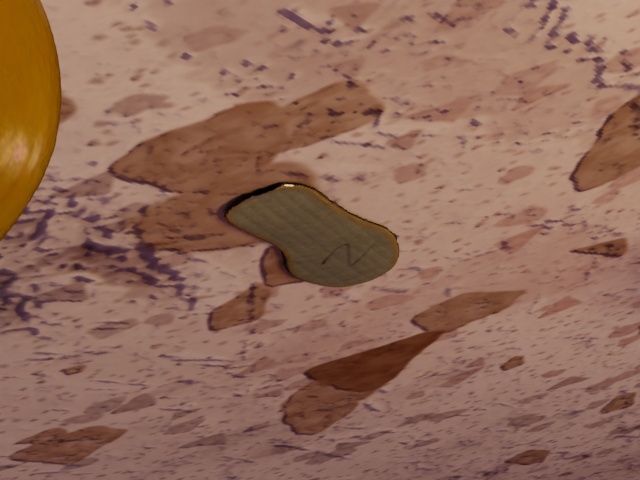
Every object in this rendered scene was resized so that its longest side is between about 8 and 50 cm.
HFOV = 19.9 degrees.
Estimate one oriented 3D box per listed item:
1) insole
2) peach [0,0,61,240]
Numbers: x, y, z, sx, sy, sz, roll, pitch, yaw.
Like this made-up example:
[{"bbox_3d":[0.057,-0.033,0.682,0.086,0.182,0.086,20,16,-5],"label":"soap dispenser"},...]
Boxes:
[{"bbox_3d":[0.000,0.000,0.968,0.064,0.004,0.188,-22,160,14],"label":"insole"},{"bbox_3d":[-0.195,-0.029,0.545,0.251,0.153,0.251,-19,176,-1],"label":"peach"}]
